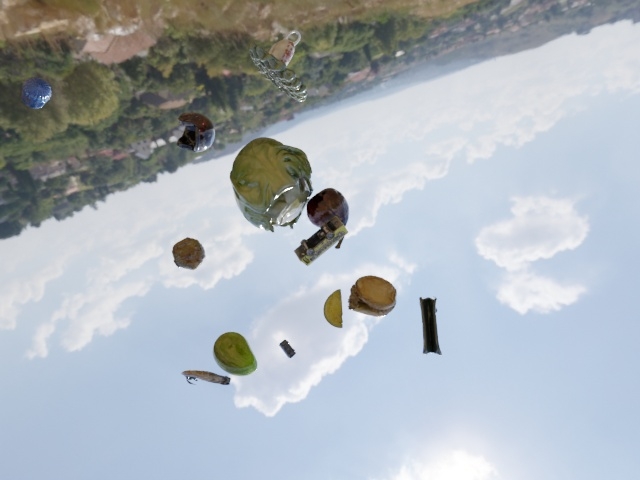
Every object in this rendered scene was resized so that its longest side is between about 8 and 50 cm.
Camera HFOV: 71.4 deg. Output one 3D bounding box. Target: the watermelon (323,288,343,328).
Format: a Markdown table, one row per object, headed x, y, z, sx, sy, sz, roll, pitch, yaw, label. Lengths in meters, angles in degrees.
| x | y | z | sx | sy | sz | roll | pitch | yaw | label |
| --- | --- | --- | --- | --- | --- | --- | --- | --- | --- |
| 0.066 | 0.328 | 2.076 | 0.092 | 0.182 | 0.075 | -11 | 155 | 14 | watermelon |

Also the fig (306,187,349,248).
| x | y | z | sx | sy | sz | roll | pitch | yaw | label |
| --- | --- | --- | --- | --- | --- | --- | --- | --- | --- |
| 0.062 | -0.113 | 1.987 | 0.186 | 0.249 | 0.203 | -48 | 172 | 15 | fig |

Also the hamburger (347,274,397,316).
| x | y | z | sx | sy | sz | roll | pitch | yaw | label |
| --- | --- | --- | --- | --- | --- | --- | --- | --- | --- |
| 0.277 | 0.300 | 2.350 | 0.286 | 0.146 | 0.243 | -12 | -142 | -31 | hamburger |

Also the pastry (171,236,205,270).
| x | y | z | sx | sy | sz | roll | pitch | yaw | label |
| --- | --- | --- | --- | --- | --- | --- | --- | --- | --- |
| -0.600 | 0.060 | 2.030 | 0.153 | 0.153 | 0.081 | -24 | -179 | -17 | pastry |

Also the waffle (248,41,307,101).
| x | y | z | sx | sy | sz | roll | pitch | yaw | label |
| --- | --- | --- | --- | --- | --- | --- | --- | --- | --- |
| -0.186 | -0.729 | 1.949 | 0.056 | 0.309 | 0.292 | -50 | 178 | 0 | waffle |

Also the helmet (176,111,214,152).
| x | y | z | sx | sy | sz | roll | pitch | yaw | label |
| --- | --- | --- | --- | --- | --- | --- | --- | --- | --- |
| -0.654 | -0.568 | 2.337 | 0.193 | 0.216 | 0.189 | -13 | 144 | -33 | helmet |

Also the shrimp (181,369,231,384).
| x | y | z | sx | sy | sz | roll | pitch | yaw | label |
| --- | --- | --- | --- | --- | --- | --- | --- | --- | --- |
| -0.508 | 0.609 | 1.962 | 0.152 | 0.219 | 0.046 | -35 | -137 | 47 | shrimp |

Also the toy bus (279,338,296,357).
| x | y | z | sx | sy | sz | roll | pitch | yaw | label |
| --- | --- | --- | --- | --- | --- | --- | --- | --- | --- |
| -0.151 | 0.487 | 2.007 | 0.038 | 0.083 | 0.046 | -38 | -175 | -27 | toy bus |

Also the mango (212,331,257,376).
| x | y | z | sx | sy | sz | roll | pitch | yaw | label |
| --- | --- | --- | --- | --- | --- | --- | --- | --- | --- |
| -0.438 | 0.571 | 2.236 | 0.185 | 0.149 | 0.273 | -19 | -137 | -22 | mango |

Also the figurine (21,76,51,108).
| x | y | z | sx | sy | sz | roll | pitch | yaw | label |
| --- | --- | --- | --- | --- | --- | --- | --- | --- | --- |
| -0.798 | -0.427 | 1.274 | 0.079 | 0.077 | 0.136 | -27 | -155 | 0 | figurine |

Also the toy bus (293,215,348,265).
| x | y | z | sx | sy | sz | roll | pitch | yaw | label |
| --- | --- | --- | --- | --- | --- | --- | --- | --- | --- |
| 0.000 | 0.000 | 1.786 | 0.226 | 0.074 | 0.081 | -41 | -134 | 3 | toy bus |

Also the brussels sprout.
| x | y | z | sx | sy | sz | roll | pitch | yaw | label |
| --- | --- | --- | --- | --- | --- | --- | --- | --- | --- |
| -0.231 | -0.252 | 1.949 | 0.342 | 0.361 | 0.425 | -43 | 165 | -25 | brussels sprout |

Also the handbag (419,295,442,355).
| x | y | z | sx | sy | sz | roll | pitch | yaw | label |
| --- | --- | --- | --- | --- | --- | --- | --- | --- | --- |
| 0.483 | 0.370 | 1.959 | 0.079 | 0.248 | 0.260 | -5 | 172 | 14 | handbag |

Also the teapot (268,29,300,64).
| x | y | z | sx | sy | sz | roll | pitch | yaw | label |
| --- | --- | --- | --- | --- | --- | --- | --- | --- | --- |
| -0.182 | -0.906 | 2.157 | 0.245 | 0.116 | 0.159 | -50 | -159 | 17 | teapot |
